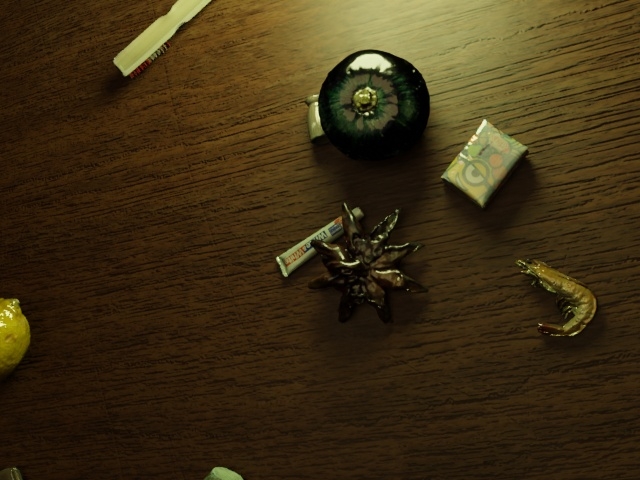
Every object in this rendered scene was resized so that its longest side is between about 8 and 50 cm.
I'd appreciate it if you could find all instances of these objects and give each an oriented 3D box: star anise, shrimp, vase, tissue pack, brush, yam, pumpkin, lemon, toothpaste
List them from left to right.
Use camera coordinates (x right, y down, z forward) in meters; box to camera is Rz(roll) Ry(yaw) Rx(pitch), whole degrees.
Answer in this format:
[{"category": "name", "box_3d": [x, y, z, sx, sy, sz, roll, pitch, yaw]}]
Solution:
[{"category": "lemon", "box_3d": [-0.783, 0.240, 1.663, 0.188, 0.188, 0.257, 44, 95, 18]}, {"category": "brush", "box_3d": [-0.358, -0.509, 1.709, 0.321, 0.050, 0.060, -42, 70, 0]}, {"category": "yam", "box_3d": [-0.242, 0.557, 1.503, 0.078, 0.078, 0.179, 39, 96, 19]}, {"category": "vase", "box_3d": [-0.004, -0.264, 1.553, 0.053, 0.053, 0.101, -14, 75, 16]}, {"category": "toothpaste", "box_3d": [0.000, 0.000, 1.527, 0.218, 0.033, 0.052, -35, 66, 13]}, {"category": "star anise", "box_3d": [0.089, 0.048, 1.446, 0.271, 0.102, 0.272, 1, 93, 13]}, {"category": "pumpkin", "box_3d": [0.110, -0.274, 1.459, 0.233, 0.163, 0.233, -2, 84, 19]}, {"category": "tissue pack", "box_3d": [0.327, -0.149, 1.424, 0.108, 0.060, 0.148, 40, 96, 17]}, {"category": "shrimp", "box_3d": [0.436, 0.114, 1.370, 0.178, 0.034, 0.124, 29, 98, 15]}]

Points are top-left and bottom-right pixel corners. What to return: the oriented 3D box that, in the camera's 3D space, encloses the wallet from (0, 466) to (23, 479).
[{"category": "wallet", "box_3d": [-0.732, 0.616, 1.674, 0.118, 0.039, 0.153, -25, 79, 16]}]
